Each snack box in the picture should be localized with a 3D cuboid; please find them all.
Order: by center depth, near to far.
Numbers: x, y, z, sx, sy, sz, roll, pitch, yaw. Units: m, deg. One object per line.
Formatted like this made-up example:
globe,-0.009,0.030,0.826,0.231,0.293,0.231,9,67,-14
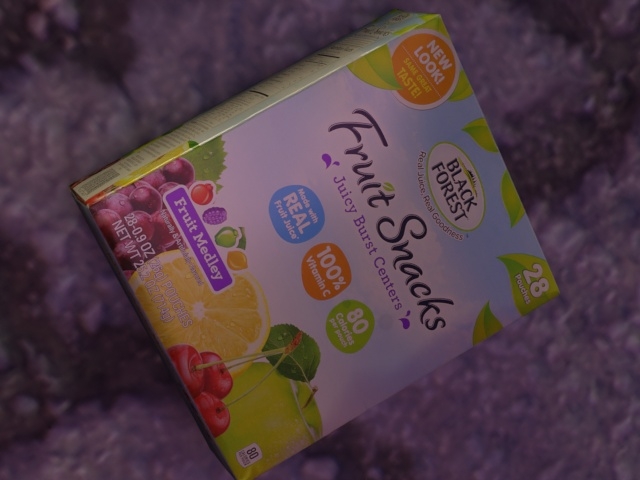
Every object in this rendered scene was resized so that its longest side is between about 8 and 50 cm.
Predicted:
snack box,0.000,0.000,0.777,0.207,0.070,0.174,-31,109,-12
